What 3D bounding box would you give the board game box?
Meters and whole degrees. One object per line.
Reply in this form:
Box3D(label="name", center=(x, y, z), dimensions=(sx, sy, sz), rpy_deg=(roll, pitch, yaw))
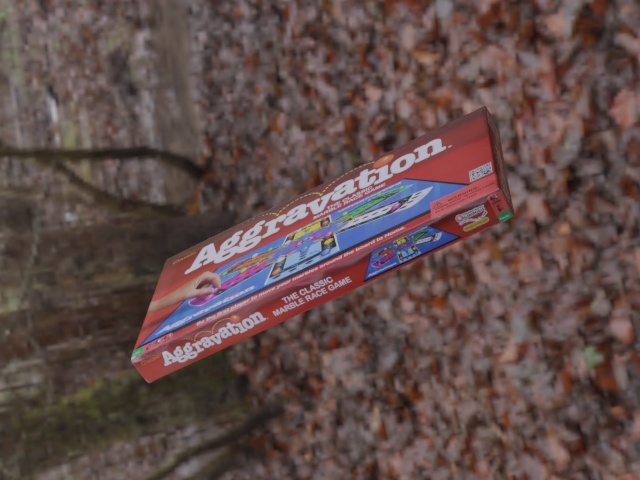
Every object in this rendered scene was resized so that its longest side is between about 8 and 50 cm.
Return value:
Box3D(label="board game box", center=(0.000, 0.000, 0.843), dimensions=(0.027, 0.281, 0.145), rpy_deg=(58, -163, -21))
